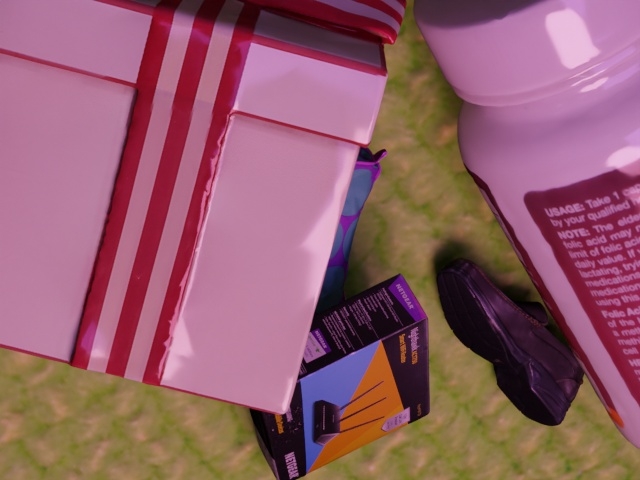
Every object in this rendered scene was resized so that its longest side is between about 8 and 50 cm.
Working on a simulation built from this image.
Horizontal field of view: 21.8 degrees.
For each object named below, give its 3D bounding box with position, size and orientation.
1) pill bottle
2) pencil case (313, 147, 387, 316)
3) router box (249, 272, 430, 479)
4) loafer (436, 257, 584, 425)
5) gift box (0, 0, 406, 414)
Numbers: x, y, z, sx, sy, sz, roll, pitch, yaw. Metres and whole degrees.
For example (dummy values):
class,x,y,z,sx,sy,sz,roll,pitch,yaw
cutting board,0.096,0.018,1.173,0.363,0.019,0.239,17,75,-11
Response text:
class,x,y,z,sx,sy,sz,roll,pitch,yaw
pill bottle,0.237,-0.048,1.197,0.224,0.224,0.392,-34,116,-5
pencil case,0.000,0.000,1.221,0.070,0.064,0.151,10,106,-5
router box,0.013,0.106,1.220,0.133,0.046,0.179,-26,154,-9
loafer,0.151,0.070,1.308,0.061,0.062,0.170,-50,122,-22
gift box,-0.100,-0.076,1.066,0.255,0.276,0.258,13,108,-9
